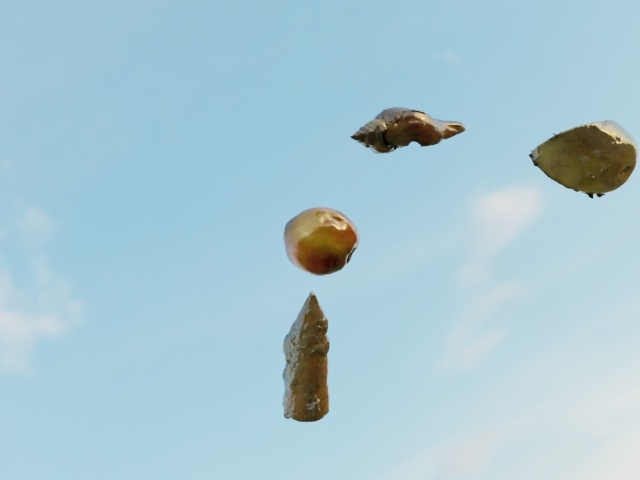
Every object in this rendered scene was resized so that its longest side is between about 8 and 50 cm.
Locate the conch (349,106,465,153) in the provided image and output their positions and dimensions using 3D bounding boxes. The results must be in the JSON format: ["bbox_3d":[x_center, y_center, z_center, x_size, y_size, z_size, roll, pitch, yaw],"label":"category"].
[{"bbox_3d":[0.157,-0.202,1.724,0.232,0.086,0.080,-13,-64,-11],"label":"conch"}]

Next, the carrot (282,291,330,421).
[{"bbox_3d":[-0.021,0.214,1.826,0.101,0.102,0.263,-12,-60,-32],"label":"carrot"}]

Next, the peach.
[{"bbox_3d":[-0.001,-0.001,1.346,0.100,0.101,0.101,-24,-30,-15],"label":"peach"}]

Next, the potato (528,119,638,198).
[{"bbox_3d":[0.553,-0.164,1.945,0.243,0.138,0.098,-17,-16,-31],"label":"potato"}]
